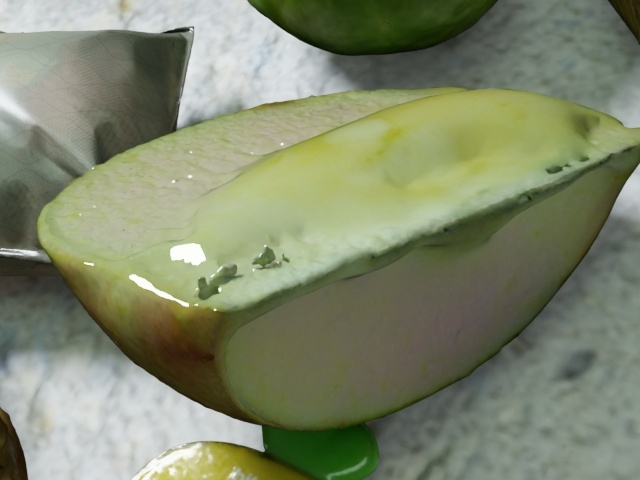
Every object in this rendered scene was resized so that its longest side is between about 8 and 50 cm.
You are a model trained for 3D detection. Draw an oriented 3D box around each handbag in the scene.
[{"bbox_3d":[-0.194,-0.055,0.830,0.270,0.117,0.182,1,49,14],"label":"handbag"}]

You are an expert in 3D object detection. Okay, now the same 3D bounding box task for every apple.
[{"bbox_3d":[0.000,0.000,0.725,0.265,0.120,0.193,-22,32,-32],"label":"apple"}]

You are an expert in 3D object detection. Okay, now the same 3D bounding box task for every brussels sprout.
[{"bbox_3d":[0.039,-0.178,0.833,0.181,0.144,0.161,-41,20,1],"label":"brussels sprout"}]

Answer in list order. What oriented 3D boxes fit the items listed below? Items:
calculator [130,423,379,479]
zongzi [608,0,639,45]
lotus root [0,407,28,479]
[{"bbox_3d":[-0.049,0.170,0.682,0.146,0.032,0.235,22,66,27],"label":"calculator"},{"bbox_3d":[0.180,-0.083,0.748,0.242,0.112,0.221,11,61,31],"label":"zongzi"},{"bbox_3d":[-0.205,0.144,0.627,0.192,0.272,0.272,16,57,-12],"label":"lotus root"}]
